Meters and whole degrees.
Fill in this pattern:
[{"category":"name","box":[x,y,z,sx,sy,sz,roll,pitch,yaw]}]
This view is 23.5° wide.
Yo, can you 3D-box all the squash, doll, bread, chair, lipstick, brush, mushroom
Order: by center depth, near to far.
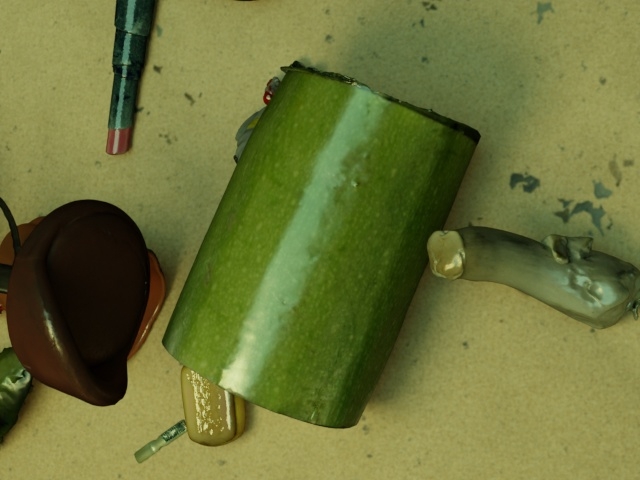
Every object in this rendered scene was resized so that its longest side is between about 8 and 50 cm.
[{"category":"chair","box":[-0.361,0.048,1.772,0.401,0.226,0.226,11,88,34]},{"category":"mushroom","box":[0.254,0.038,1.794,0.278,0.096,0.099,17,135,-13]},{"category":"squash","box":[0.000,0.000,1.831,0.263,0.263,0.384,24,92,18]},{"category":"bread","box":[-0.133,0.203,1.959,0.082,0.056,0.115,-11,87,20]},{"category":"doll","box":[-0.056,-0.145,1.960,0.094,0.079,0.180,20,80,18]},{"category":"brush","box":[-0.208,0.262,2.000,0.084,0.013,0.016,-35,78,13]},{"category":"lipstick","box":[-0.255,-0.228,2.037,0.054,0.053,0.234,6,89,18]}]

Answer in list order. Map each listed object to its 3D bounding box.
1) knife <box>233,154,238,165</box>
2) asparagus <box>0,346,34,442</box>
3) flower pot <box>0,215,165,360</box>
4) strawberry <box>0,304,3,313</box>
[{"category":"knife","box":[-0.127,-0.001,1.992,0.046,0.021,0.222,18,87,17]},{"category":"asparagus","box":[-0.511,0.254,2.043,0.382,0.108,0.128,-27,109,11]},{"category":"flower pot","box":[-0.324,0.061,1.973,0.173,0.191,0.190,28,94,26]},{"category":"strawberry","box":[-0.495,0.050,2.079,0.188,0.082,0.121,20,111,9]}]
